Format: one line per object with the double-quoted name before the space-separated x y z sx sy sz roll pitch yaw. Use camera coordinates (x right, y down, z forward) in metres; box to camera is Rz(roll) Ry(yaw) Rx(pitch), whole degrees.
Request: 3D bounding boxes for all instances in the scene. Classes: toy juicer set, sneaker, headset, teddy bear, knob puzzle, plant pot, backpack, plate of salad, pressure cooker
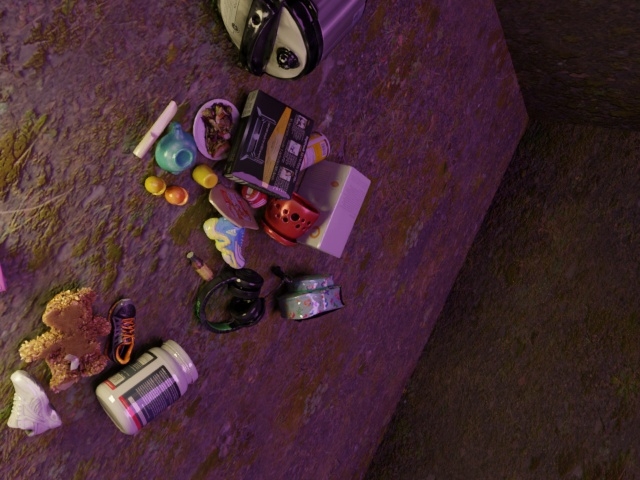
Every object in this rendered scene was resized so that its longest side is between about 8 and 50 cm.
"toy juicer set" -0.464 -0.246 1.476 0.209 0.089 0.329 -40 142 -15
"sneaker" -0.613 0.286 1.523 0.084 0.083 0.214 0 104 -48
"headset" -0.291 0.198 1.856 0.395 0.185 0.243 -18 125 -27
"teddy bear" -0.719 0.284 1.397 0.245 0.113 0.337 -34 137 -27
"knob puzzle" -0.311 -0.114 1.653 0.030 0.213 0.213 -39 147 21
"sneaker" -0.219 -0.221 1.796 0.221 0.087 0.128 -63 165 -20
"plant pot" -0.126 -0.088 1.842 0.174 0.191 0.191 -52 143 10
"backpack" -0.052 0.243 2.057 0.254 0.225 0.190 -20 98 -39
"plate of salad" -0.329 -0.363 1.605 0.200 0.048 0.199 -23 122 -42
"sneaker" -0.819 0.467 1.356 0.115 0.090 0.232 -31 127 -34
"sneaker" -0.303 0.002 1.723 0.126 0.091 0.240 -27 134 6
"pressure cooker" -0.098 -0.703 1.473 0.420 0.376 0.369 -54 142 -21

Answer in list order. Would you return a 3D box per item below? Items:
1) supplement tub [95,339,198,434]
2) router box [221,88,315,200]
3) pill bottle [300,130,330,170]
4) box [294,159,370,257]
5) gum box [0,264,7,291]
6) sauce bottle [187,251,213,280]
"supplement tub" -0.558 0.470 1.578 0.272 0.191 0.191 -36 130 -35
"router box" -0.174 -0.321 1.673 0.243 0.081 0.308 22 81 -34
"pill bottle" -0.072 -0.334 1.864 0.215 0.117 0.117 -32 128 -37
"box" 0.022 -0.134 1.982 0.168 0.215 0.345 26 86 -52
"gum box" -0.862 0.087 1.158 0.189 0.062 0.107 -19 120 -44
"sauce bottle" -0.420 0.089 1.696 0.042 0.042 0.128 -51 139 -23
